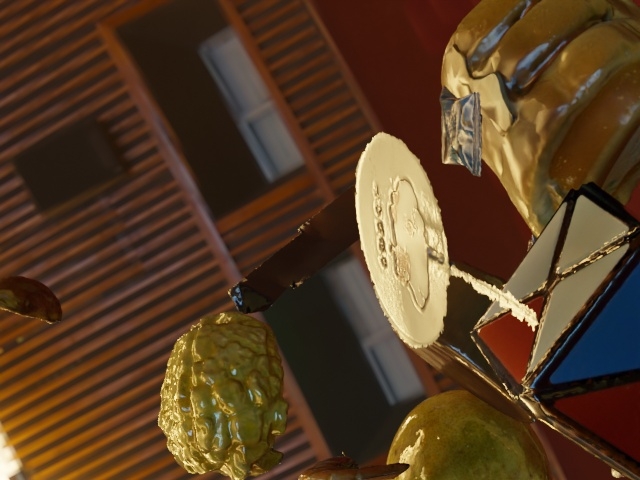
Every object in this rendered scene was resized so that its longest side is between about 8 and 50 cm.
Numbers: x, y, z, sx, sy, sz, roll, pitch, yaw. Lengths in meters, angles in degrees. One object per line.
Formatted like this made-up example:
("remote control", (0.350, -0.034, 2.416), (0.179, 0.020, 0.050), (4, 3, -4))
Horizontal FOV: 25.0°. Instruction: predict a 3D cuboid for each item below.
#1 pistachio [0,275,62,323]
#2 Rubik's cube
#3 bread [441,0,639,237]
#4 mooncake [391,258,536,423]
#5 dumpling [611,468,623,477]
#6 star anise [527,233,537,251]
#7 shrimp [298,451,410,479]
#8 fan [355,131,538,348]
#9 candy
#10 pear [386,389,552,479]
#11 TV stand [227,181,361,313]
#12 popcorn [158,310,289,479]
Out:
("pistachio", (-0.446, 0.081, 2.171), (0.089, 0.049, 0.173), (27, -179, 25))
("Rubik's cube", (0.358, 0.113, 1.695), (0.246, 0.248, 0.250), (35, -172, -16))
("bread", (0.291, -0.208, 1.883), (0.210, 0.300, 0.341), (3, -135, -34))
("mooncake", (0.258, 0.150, 2.259), (0.284, 0.155, 0.284), (34, 172, 5))
("dumpling", (0.488, 0.270, 2.091), (0.118, 0.199, 0.136), (16, -132, -40))
("star anise", (0.382, 0.060, 2.278), (0.172, 0.063, 0.208), (46, -177, -40))
("shrimp", (0.067, 0.369, 2.311), (0.296, 0.169, 0.058), (16, -111, -77))
("fan", (0.098, 0.016, 1.188), (0.329, 0.009, 0.191), (-149, 51, -64))
("candy", (0.150, -0.120, 1.545), (0.136, 0.038, 0.088), (-140, 44, -75))
("pear", (0.252, 0.407, 2.560), (0.304, 0.304, 0.304), (48, -156, -31))
("TV stand", (0.000, 0.000, 1.612), (0.049, 0.256, 0.040), (-6, -118, -57))
("popcorn", (-0.138, 0.214, 2.072), (0.286, 0.173, 0.225), (-150, 68, -76))
